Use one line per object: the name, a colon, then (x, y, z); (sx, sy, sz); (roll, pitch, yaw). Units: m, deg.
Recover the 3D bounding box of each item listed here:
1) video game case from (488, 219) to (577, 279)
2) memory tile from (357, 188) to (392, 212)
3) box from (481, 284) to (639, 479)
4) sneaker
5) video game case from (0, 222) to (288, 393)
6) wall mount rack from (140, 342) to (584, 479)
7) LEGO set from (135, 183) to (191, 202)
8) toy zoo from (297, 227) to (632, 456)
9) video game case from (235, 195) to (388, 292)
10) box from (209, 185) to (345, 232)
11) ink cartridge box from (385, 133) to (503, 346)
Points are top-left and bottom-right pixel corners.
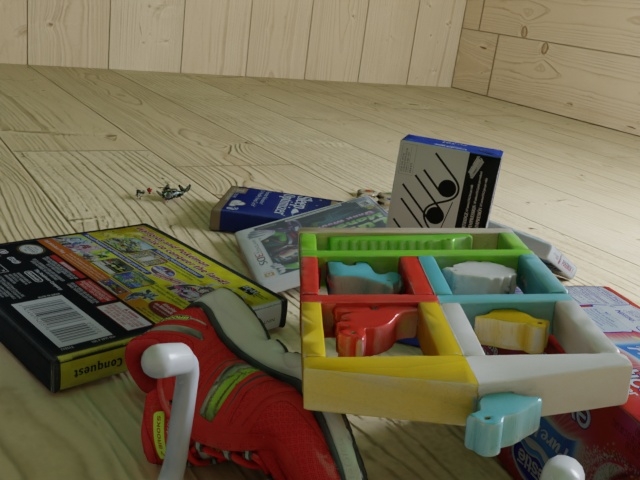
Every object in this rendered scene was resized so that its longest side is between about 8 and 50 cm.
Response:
video game case: (0.228, -0.007, 0.974); (0.201, 0.023, 0.183); (25, 2, 30)
memory tile: (0.116, -0.060, 1.231); (0.113, 0.012, 0.148); (7, 19, 0)
box: (0.217, 0.134, 0.529); (0.128, 0.122, 0.257); (0, 20, -17)
sneaker: (-0.062, 0.133, 0.514); (0.118, 0.107, 0.279); (-23, 28, -23)
video game case: (-0.215, 0.050, 0.749); (0.248, 0.035, 0.275); (-11, 25, -43)
wall mount rack: (-0.044, 0.125, 0.230); (0.350, 0.130, 0.304); (12, 8, 21)
LEGO set: (-0.238, -0.069, 1.116); (0.083, 0.023, 0.054); (-4, 16, 6)
toy zoo: (0.081, 0.050, 0.515); (0.192, 0.030, 0.293); (0, 20, -2)
video game case: (0.000, 0.000, 0.907); (0.190, 0.022, 0.173); (-16, 24, -10)
box: (-0.034, -0.033, 1.062); (0.225, 0.036, 0.136); (10, 19, 2)
ink cartridge box: (0.113, 0.005, 0.736); (0.097, 0.207, 0.046); (12, 19, 14)
